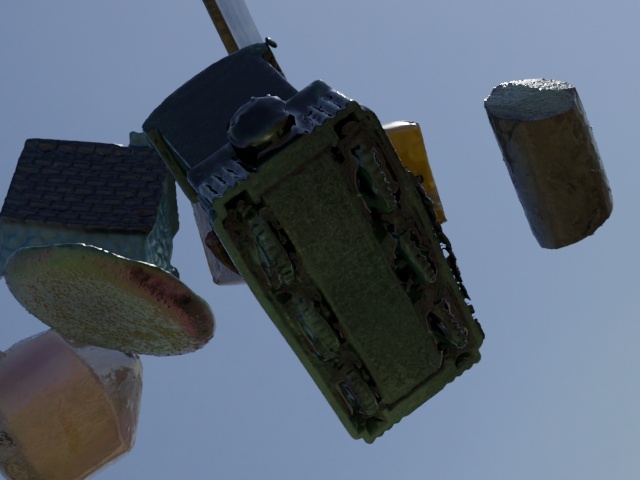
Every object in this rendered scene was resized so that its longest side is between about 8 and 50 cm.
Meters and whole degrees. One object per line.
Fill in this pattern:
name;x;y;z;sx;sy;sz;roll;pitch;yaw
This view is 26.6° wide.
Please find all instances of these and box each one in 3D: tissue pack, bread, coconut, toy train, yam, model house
tissue pack;-0.011;-0.068;2.482;0.382;0.228;0.293;-14;-1;-22
bread;-0.217;0.068;1.388;0.228;0.229;0.033;74;-155;-60
coconut;-0.340;0.215;1.780;0.234;0.224;0.224;-44;-26;-16
toy train;0.000;0.000;1.005;0.138;0.178;0.330;-37;-44;-7
yam;0.379;-0.132;2.222;0.161;0.161;0.268;-33;-64;-22
model house;-0.341;-0.045;2.004;0.226;0.261;0.241;-3;-82;-81

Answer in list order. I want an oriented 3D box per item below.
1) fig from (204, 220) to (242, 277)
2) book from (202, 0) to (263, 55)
fig;-0.053;-0.032;1.757;0.205;0.205;0.205;-34;-29;-21
book;-0.122;-0.298;1.663;0.024;0.228;0.160;-23;9;12
